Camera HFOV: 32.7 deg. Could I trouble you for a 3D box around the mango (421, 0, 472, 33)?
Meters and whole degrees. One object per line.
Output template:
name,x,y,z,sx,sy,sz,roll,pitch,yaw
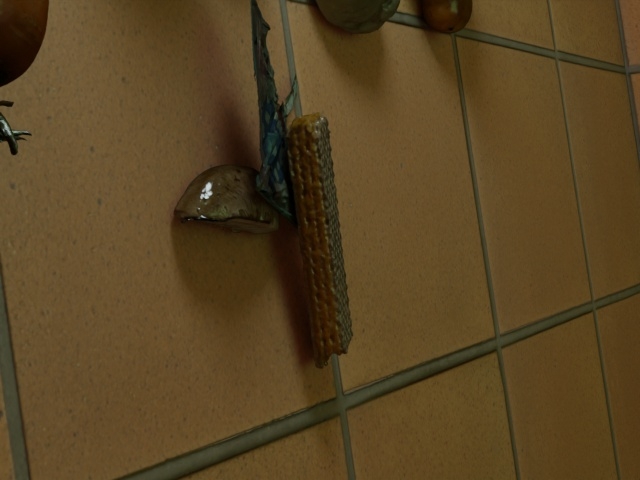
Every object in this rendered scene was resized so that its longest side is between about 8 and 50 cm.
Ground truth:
mango,0.260,-0.482,2.214,0.115,0.089,0.165,61,33,-14

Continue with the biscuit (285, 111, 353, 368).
biscuit,0.000,0.000,1.634,0.094,0.054,0.379,-48,132,-75

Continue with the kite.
kite,-0.058,-0.164,1.585,0.368,0.014,0.406,-77,158,-58

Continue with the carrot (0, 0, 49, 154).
carrot,-0.362,-0.240,1.052,0.193,0.214,0.331,8,70,-28

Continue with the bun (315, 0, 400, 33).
bun,0.069,-0.464,1.868,0.237,0.116,0.210,-13,93,-59

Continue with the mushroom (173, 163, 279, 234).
mushroom,-0.118,-0.057,1.511,0.210,0.072,0.094,13,64,-56
